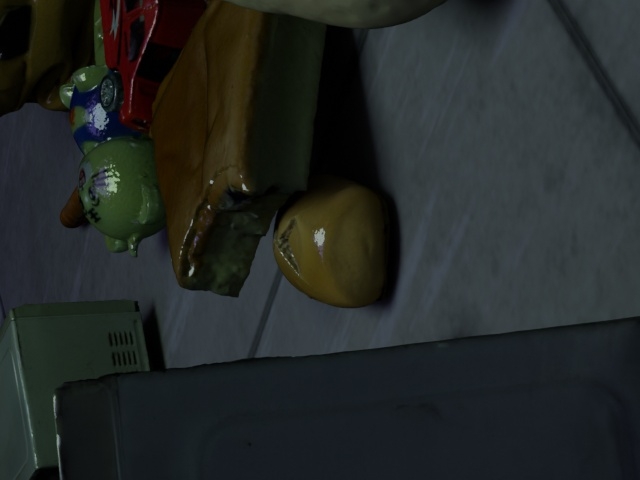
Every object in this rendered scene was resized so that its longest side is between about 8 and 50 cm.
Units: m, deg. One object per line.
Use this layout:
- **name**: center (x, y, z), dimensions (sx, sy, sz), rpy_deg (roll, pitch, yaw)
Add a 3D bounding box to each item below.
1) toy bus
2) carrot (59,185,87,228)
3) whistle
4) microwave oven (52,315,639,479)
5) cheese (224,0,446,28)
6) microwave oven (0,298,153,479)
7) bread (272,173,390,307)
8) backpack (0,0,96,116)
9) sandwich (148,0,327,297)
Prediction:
- **toy bus**: center (-0.119, -0.180, 1.417), dimensions (0.089, 0.081, 0.195), rpy_deg (-23, 70, 55)
- **carrot**: center (-0.207, -0.038, 1.692), dimensions (0.190, 0.037, 0.037), rpy_deg (155, 111, -69)
- **whistle**: center (-0.160, -0.096, 1.507), dimensions (0.105, 0.085, 0.227), rpy_deg (-33, 62, 59)
- **microwave oven**: center (0.043, 0.229, 0.812), dimensions (0.218, 0.286, 0.355), rpy_deg (77, -174, -80)
- **cheese**: center (-0.019, -0.211, 1.021), dimensions (0.248, 0.251, 0.174), rpy_deg (31, 122, 45)
- **microwave oven**: center (-0.217, 0.157, 1.608), dimensions (0.205, 0.129, 0.163), rpy_deg (130, 131, -58)
- **bread**: center (0.000, 0.000, 1.179), dimensions (0.115, 0.056, 0.082), rpy_deg (-153, 64, -64)
- **backpack**: center (-0.303, -0.271, 1.685), dimensions (0.378, 0.201, 0.353), rpy_deg (20, 106, 62)
- **sandwich**: center (-0.070, -0.057, 1.251), dimensions (0.245, 0.063, 0.212), rpy_deg (133, 149, -59)
